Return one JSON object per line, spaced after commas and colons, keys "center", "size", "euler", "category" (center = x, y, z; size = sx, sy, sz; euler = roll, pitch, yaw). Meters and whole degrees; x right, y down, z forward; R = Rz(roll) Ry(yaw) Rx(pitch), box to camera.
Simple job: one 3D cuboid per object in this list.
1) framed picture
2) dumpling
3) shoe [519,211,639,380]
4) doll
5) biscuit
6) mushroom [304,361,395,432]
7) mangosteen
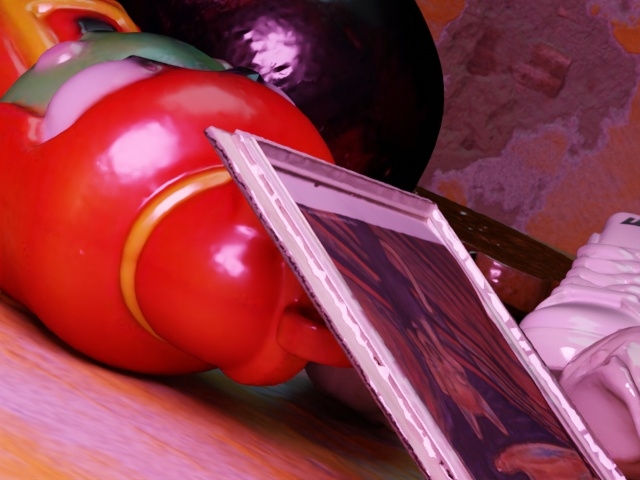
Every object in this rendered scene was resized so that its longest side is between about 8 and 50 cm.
{"center": [0.073, 0.070, 0.749], "size": [0.273, 0.016, 0.216], "euler": [56, 17, 21], "category": "framed picture"}
{"center": [0.215, 0.124, 1.166], "size": [0.134, 0.100, 0.169], "euler": [58, -16, 4], "category": "dumpling"}
{"center": [0.247, 0.051, 1.426], "size": [0.132, 0.160, 0.363], "euler": [-1, -7, 26], "category": "shoe"}
{"center": [-0.085, -0.019, 0.898], "size": [0.182, 0.160, 0.363], "euler": [8, 16, -36], "category": "doll"}
{"center": [0.154, 0.019, 1.935], "size": [0.394, 0.070, 0.350], "euler": [24, 9, -12], "category": "biscuit"}
{"center": [0.041, 0.056, 1.025], "size": [0.099, 0.096, 0.278], "euler": [42, -1, 10], "category": "mushroom"}
{"center": [-0.056, -0.109, 1.367], "size": [0.297, 0.297, 0.313], "euler": [25, 38, 24], "category": "mangosteen"}
